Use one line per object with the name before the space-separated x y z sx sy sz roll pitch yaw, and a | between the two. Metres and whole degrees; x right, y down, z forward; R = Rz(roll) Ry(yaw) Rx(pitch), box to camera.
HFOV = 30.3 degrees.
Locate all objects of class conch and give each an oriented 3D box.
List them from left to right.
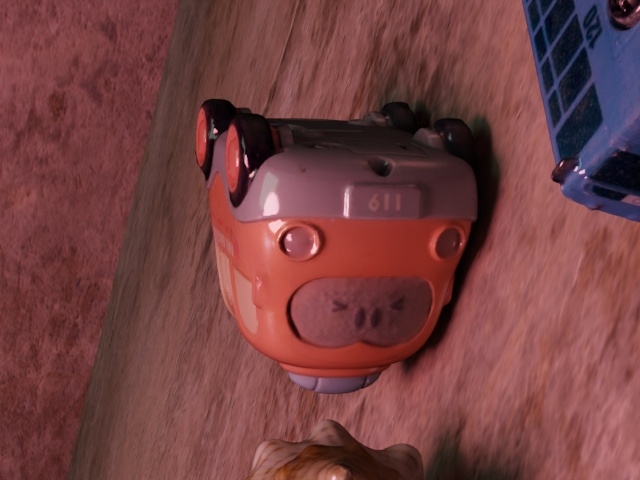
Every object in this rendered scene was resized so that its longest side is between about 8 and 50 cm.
conch | 0.024 0.256 0.843 0.386 0.169 0.203 72 -146 -47

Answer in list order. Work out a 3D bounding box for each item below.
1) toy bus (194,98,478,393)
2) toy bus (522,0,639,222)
toy bus | 0.000 0.000 0.980 0.287 0.194 0.232 -140 54 -68
toy bus | 0.179 -0.119 0.624 0.134 0.116 0.234 121 155 -47
